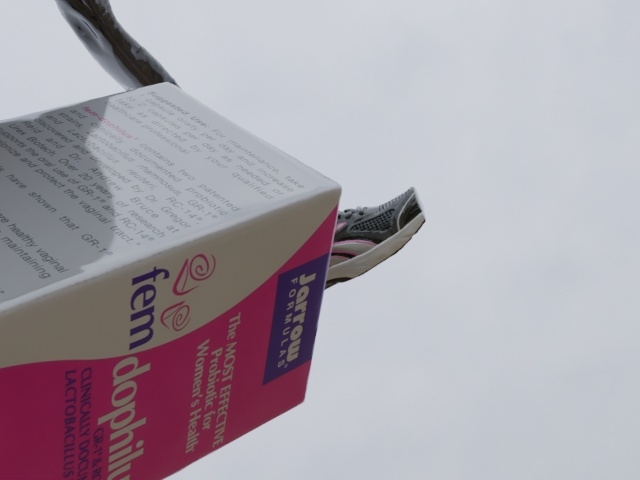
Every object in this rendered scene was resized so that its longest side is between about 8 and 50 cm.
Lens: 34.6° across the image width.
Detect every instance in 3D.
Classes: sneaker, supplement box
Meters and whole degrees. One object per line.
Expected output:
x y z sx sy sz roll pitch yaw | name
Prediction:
0.000 0.000 0.819 0.178 0.072 0.077 -31 -86 -5 | sneaker
-0.111 0.031 0.370 0.220 0.114 0.111 -24 -46 -42 | supplement box

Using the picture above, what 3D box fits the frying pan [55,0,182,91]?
-0.107 -0.126 0.394 0.326 0.197 0.053 31 -99 -43 | frying pan
